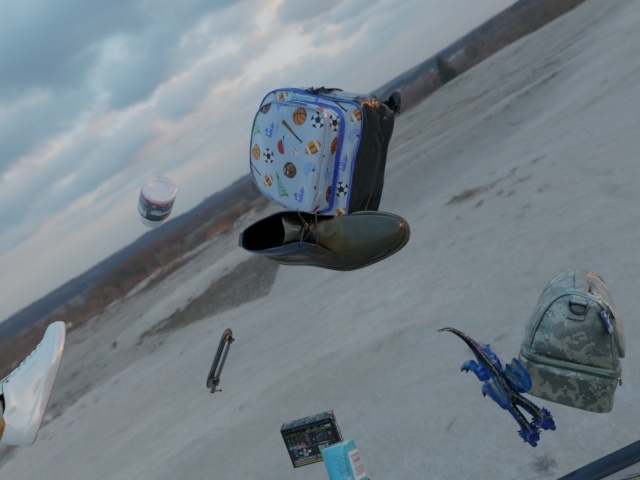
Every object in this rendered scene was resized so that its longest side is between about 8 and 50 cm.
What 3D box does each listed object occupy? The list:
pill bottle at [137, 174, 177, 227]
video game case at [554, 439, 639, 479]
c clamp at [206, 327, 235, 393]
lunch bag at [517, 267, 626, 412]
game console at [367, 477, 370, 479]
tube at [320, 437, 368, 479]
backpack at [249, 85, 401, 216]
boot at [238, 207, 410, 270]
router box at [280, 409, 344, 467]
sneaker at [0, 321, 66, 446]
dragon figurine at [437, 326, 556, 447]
[{"bbox_3d":[-0.531,-0.120,1.669,0.108,0.108,0.180,-40,-7,-37],"label":"pill bottle"},{"bbox_3d":[0.584,0.434,0.887,0.275,0.248,0.035,-38,21,20],"label":"video game case"},{"bbox_3d":[-0.231,0.278,1.191,0.137,0.022,0.160,54,-127,-79],"label":"c clamp"},{"bbox_3d":[0.578,0.208,1.185,0.213,0.255,0.305,8,13,25],"label":"lunch bag"},{"bbox_3d":[0.070,0.498,0.929,0.071,0.107,0.122,-40,17,19],"label":"game console"},{"bbox_3d":[0.058,0.398,0.749,0.080,0.206,0.052,-8,-21,-31],"label":"tube"},{"bbox_3d":[-0.015,-0.165,0.969,0.213,0.276,0.264,-3,22,-42],"label":"backpack"},{"bbox_3d":[0.000,0.000,0.677,0.220,0.082,0.106,-9,-9,30],"label":"boot"},{"bbox_3d":[-0.015,0.431,1.122,0.123,0.092,0.038,-18,5,9],"label":"router box"},{"bbox_3d":[-0.663,0.304,1.164,0.106,0.123,0.289,-48,32,43],"label":"sneaker"},{"bbox_3d":[0.356,0.275,1.023,0.085,0.289,0.144,-37,15,-7],"label":"dragon figurine"}]
